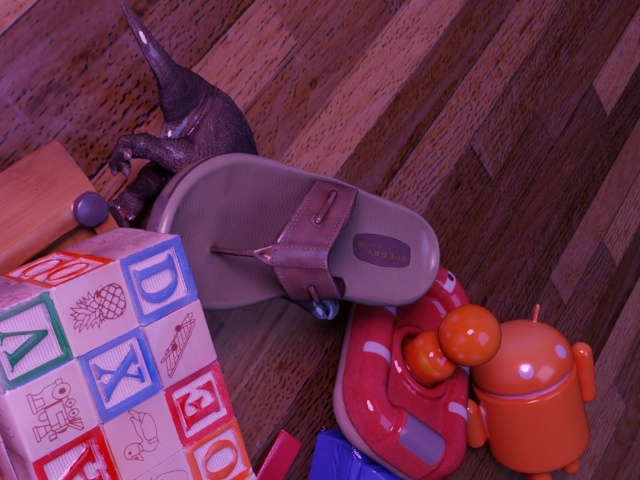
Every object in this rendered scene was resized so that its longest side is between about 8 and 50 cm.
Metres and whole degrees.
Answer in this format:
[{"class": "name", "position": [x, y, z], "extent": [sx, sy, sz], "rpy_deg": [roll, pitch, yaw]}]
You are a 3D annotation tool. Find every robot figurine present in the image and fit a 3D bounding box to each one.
[{"class": "robot figurine", "position": [0.249, 0.190, 0.988], "extent": [0.128, 0.158, 0.219], "rpy_deg": [-55, 132, -59]}]

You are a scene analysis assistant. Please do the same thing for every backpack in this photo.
[{"class": "backpack", "position": [0.058, 0.254, 0.847], "extent": [0.120, 0.101, 0.098], "rpy_deg": [13, 92, -43]}]

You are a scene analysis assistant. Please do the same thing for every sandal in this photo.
[{"class": "sandal", "position": [0.001, -0.001, 0.644], "extent": [0.303, 0.086, 0.120], "rpy_deg": [3, 92, -40]}]

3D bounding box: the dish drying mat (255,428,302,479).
[{"class": "dish drying mat", "position": [-0.049, 0.230, 0.811], "extent": [0.032, 0.008, 0.083], "rpy_deg": [44, 67, -34]}]

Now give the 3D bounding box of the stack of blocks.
[{"class": "stack of blocks", "position": [-0.137, 0.160, 0.515], "extent": [0.171, 0.087, 0.297], "rpy_deg": [-27, 111, -36]}]

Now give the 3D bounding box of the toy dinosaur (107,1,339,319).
[{"class": "toy dinosaur", "position": [-0.099, -0.048, 0.689], "extent": [0.160, 0.121, 0.313], "rpy_deg": [-45, 117, -43]}]

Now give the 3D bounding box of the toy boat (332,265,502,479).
[{"class": "toy boat", "position": [0.112, 0.110, 0.805], "extent": [0.151, 0.151, 0.231], "rpy_deg": [38, 39, -22]}]

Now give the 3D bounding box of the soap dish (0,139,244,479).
[{"class": "soap dish", "position": [-0.198, 0.109, 0.595], "extent": [0.229, 0.118, 0.291], "rpy_deg": [-41, 118, -30]}]
